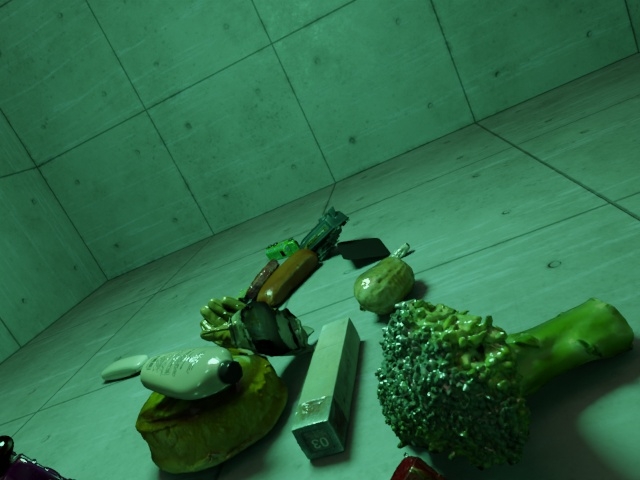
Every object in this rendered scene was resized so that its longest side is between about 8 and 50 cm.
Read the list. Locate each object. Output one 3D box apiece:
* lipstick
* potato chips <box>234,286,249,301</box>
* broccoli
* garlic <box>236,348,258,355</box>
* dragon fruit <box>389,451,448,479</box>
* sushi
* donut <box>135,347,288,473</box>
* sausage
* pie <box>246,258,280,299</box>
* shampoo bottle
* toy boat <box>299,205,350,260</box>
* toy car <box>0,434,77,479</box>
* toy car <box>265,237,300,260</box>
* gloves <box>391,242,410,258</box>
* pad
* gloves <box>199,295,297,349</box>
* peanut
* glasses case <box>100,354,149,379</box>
[{"bbox_3d":[0.024,0.289,1.027,0.080,0.076,0.371,-23,15,17],"label":"lipstick"},{"bbox_3d":[-0.315,0.220,1.891,0.092,0.028,0.207,-32,6,10],"label":"potato chips"},{"bbox_3d":[0.272,0.189,0.730,0.397,0.274,0.353,-5,21,20],"label":"broccoli"},{"bbox_3d":[-0.262,0.347,1.294,0.196,0.086,0.101,-28,2,2],"label":"garlic"},{"bbox_3d":[0.125,0.354,0.651,0.106,0.083,0.162,-52,-12,-19],"label":"dragon fruit"},{"bbox_3d":[-0.120,0.233,1.203,0.109,0.134,0.273,-26,-19,19],"label":"sushi"},{"bbox_3d":[-0.242,0.355,1.081,0.330,0.159,0.330,-21,10,4],"label":"donut"},{"bbox_3d":[-0.120,0.132,1.765,0.097,0.094,0.348,-14,19,39],"label":"sausage"},{"bbox_3d":[-0.219,0.145,1.828,0.182,0.050,0.182,-54,0,0],"label":"pie"},{"bbox_3d":[-0.260,0.267,0.989,0.257,0.078,0.127,-12,25,37],"label":"shampoo bottle"},{"bbox_3d":[0.003,0.002,1.908,0.114,0.122,0.296,-34,-10,-46],"label":"toy boat"},{"bbox_3d":[-0.618,0.538,0.946,0.341,0.271,0.240,-12,38,41],"label":"toy car"},{"bbox_3d":[-0.171,0.044,2.204,0.165,0.071,0.062,-18,32,27],"label":"toy car"},{"bbox_3d":[0.265,0.032,1.577,0.081,0.037,0.044,-36,-26,22],"label":"gloves"},{"bbox_3d":[0.076,0.063,1.756,0.323,0.055,0.250,-25,15,3],"label":"pad"},{"bbox_3d":[-0.224,0.256,1.434,0.331,0.141,0.154,-4,50,32],"label":"gloves"},{"bbox_3d":[0.173,0.119,1.280,0.129,0.129,0.224,-11,11,44],"label":"peanut"},{"bbox_3d":[-0.686,0.446,1.705,0.204,0.051,0.081,-18,18,27],"label":"glasses case"}]
